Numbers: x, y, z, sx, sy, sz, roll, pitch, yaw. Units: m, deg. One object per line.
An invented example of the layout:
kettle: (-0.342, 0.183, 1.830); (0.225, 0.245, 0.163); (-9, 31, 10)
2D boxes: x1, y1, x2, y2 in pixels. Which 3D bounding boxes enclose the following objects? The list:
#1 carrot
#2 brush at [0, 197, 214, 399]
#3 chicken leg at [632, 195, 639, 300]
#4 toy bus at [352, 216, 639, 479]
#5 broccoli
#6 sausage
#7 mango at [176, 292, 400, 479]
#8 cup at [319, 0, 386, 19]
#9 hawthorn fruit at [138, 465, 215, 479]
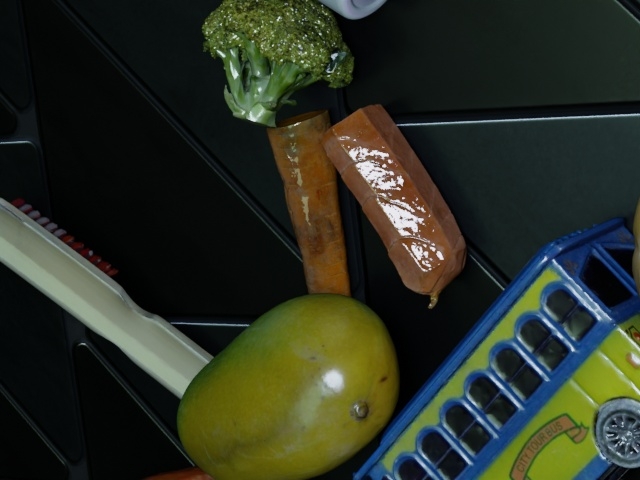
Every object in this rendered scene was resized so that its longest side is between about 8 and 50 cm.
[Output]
carrot: (0.000, 0.000, 1.622); (0.057, 0.057, 0.224); (-1, 107, 35)
brush: (-0.187, 0.066, 1.770); (0.321, 0.050, 0.060); (37, 117, 14)
chicken leg: (0.361, 0.048, 1.224); (0.295, 0.409, 0.182); (40, 87, -5)
toy bus: (0.176, 0.138, 1.474); (0.175, 0.138, 0.287); (47, 123, 15)
broccoli: (-0.038, -0.155, 1.562); (0.131, 0.130, 0.120); (15, 87, 11)
sausage: (0.067, -0.028, 1.554); (0.065, 0.065, 0.169); (-37, 81, 35)
mango: (-0.037, 0.132, 1.588); (0.251, 0.114, 0.156); (-24, 57, 38)
cup: (0.005, -0.266, 1.514); (0.133, 0.099, 0.136); (36, 120, 24)
hawthorn fruit: (-0.128, 0.281, 1.675); (0.189, 0.251, 0.189); (-21, 61, 45)
